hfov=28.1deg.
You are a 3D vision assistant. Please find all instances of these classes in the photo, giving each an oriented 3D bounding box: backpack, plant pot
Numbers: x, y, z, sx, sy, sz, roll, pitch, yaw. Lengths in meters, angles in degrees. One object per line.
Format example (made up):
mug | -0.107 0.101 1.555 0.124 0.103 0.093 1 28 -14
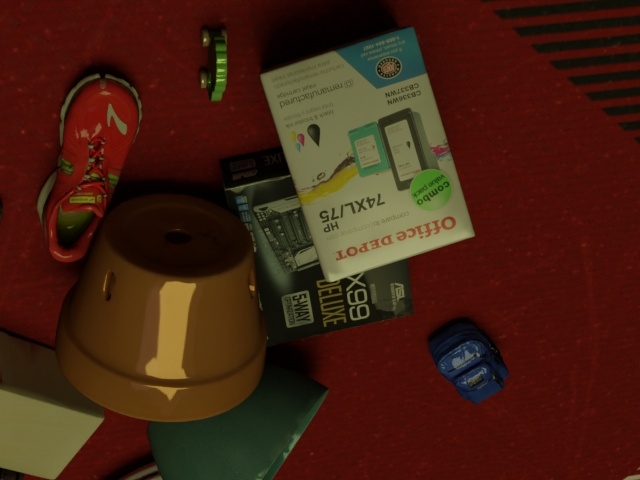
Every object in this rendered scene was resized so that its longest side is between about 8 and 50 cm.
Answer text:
backpack | 0.239 0.194 2.049 0.098 0.101 0.120 -36 124 7
plant pot | -0.205 0.072 1.720 0.291 0.291 0.203 2 125 -15
plant pot | -0.147 0.291 1.951 0.195 0.290 0.290 34 120 7

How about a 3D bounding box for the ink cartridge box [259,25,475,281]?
ink cartridge box | 0.056 -0.114 1.623 0.198 0.197 0.270 -18 99 1

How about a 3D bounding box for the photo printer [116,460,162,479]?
photo printer | -0.244 0.494 2.167 0.256 0.107 0.307 -30 128 11

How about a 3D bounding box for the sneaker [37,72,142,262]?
sneaker | -0.299 -0.087 1.678 0.107 0.118 0.279 8 126 -20

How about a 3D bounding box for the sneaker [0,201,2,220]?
sneaker | -0.488 -0.012 1.740 0.089 0.051 0.170 12 120 -22

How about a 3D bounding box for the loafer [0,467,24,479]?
loafer | -0.593 0.452 2.055 0.095 0.109 0.302 32 118 -28

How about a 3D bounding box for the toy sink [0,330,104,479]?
toy sink | -0.464 0.236 1.892 0.234 0.131 0.153 22 120 -33

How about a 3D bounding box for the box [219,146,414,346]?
box | 0.000 0.000 1.847 0.243 0.076 0.307 -11 129 -4

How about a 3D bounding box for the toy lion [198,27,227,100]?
toy lion | -0.132 -0.219 1.626 0.034 0.096 0.100 -2 129 -12
